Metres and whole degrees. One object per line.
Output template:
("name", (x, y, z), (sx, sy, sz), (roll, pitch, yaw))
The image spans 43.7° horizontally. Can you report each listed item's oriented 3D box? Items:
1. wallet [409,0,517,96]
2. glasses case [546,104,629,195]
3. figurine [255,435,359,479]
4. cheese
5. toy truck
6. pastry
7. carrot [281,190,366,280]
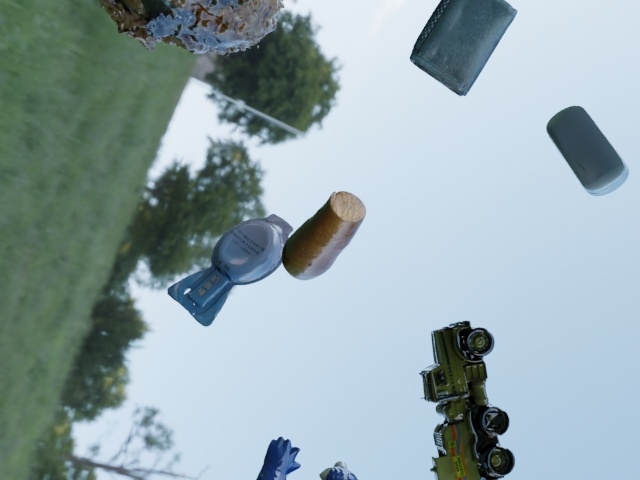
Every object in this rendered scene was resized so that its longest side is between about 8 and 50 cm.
("wallet", (0.170, -0.249, 0.967), (0.129, 0.088, 0.026), (-58, -172, -6))
("glasses case", (0.394, -0.136, 1.189), (0.067, 0.045, 0.178), (-33, -137, 17))
("figurine", (-0.022, 0.362, 0.902), (0.120, 0.164, 0.262), (2, -126, 38))
("cheese", (-0.151, 0.042, 1.424), (0.244, 0.052, 0.135), (-43, -123, -18))
("toy truck", (0.226, 0.262, 1.303), (0.127, 0.127, 0.257), (117, -32, -80))
("pastry", (-0.264, -0.528, 1.589), (0.337, 0.405, 0.292), (121, -20, -75))
("carrot", (0.000, 0.000, 1.240), (0.193, 0.087, 0.087), (133, -33, -55))
